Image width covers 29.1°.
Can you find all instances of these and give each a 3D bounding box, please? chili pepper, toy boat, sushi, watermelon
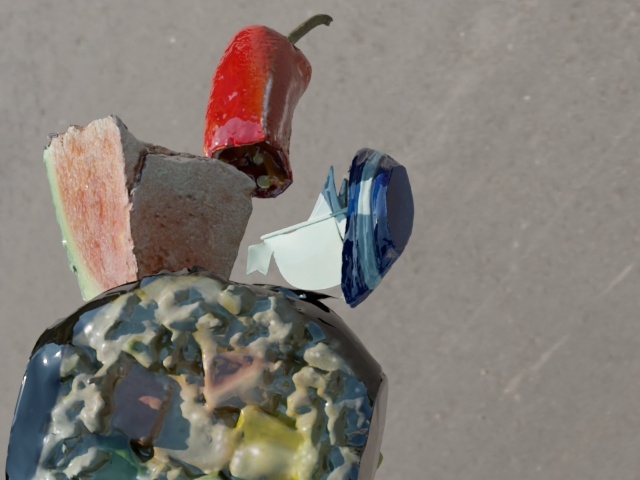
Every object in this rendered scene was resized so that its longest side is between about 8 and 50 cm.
[{"bbox_3d":[-0.082,-0.219,1.671,0.131,0.134,0.338,-7,50,20],"label":"chili pepper"},{"bbox_3d":[0.014,-0.028,1.636,0.292,0.070,0.210,15,80,53],"label":"toy boat"},{"bbox_3d":[-0.102,0.197,1.157,0.285,0.329,0.327,87,-166,-85],"label":"sushi"},{"bbox_3d":[-0.211,-0.031,1.414,0.231,0.193,0.310,-51,38,25],"label":"watermelon"}]
